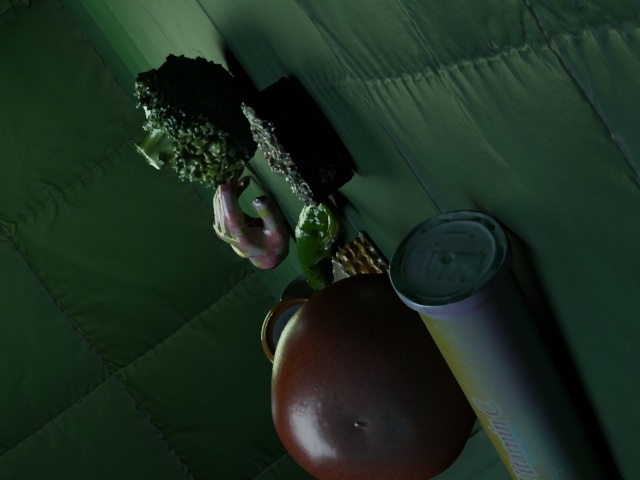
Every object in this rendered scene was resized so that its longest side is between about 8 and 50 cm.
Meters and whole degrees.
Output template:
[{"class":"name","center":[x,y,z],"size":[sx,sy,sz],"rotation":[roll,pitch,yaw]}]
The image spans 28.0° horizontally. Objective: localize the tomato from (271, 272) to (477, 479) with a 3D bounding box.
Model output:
[{"class":"tomato","center":[0.065,0.169,1.491],"size":[0.256,0.255,0.224],"rotation":[55,-162,-8]}]

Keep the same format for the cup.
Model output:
[{"class":"cup","center":[0.024,0.193,2.137],"size":[0.226,0.182,0.264],"rotation":[16,167,22]}]

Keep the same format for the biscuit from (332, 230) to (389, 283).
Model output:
[{"class":"biscuit","center":[0.064,0.078,1.882],"size":[0.094,0.054,0.379],"rotation":[52,173,10]}]

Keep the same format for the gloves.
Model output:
[{"class":"gloves","center":[-0.143,-0.046,2.382],"size":[0.241,0.126,0.145],"rotation":[50,-178,-44]}]

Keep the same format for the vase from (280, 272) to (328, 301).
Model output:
[{"class":"vase","center":[0.021,0.167,2.452],"size":[0.219,0.096,0.096],"rotation":[54,173,-27]}]

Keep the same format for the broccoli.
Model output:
[{"class":"broccoli","center":[-0.177,-0.169,1.810],"size":[0.198,0.176,0.226],"rotation":[59,157,-5]}]

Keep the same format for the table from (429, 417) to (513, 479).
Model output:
[{"class":"table","center":[0.184,0.302,1.601],"size":[0.166,0.198,0.166],"rotation":[52,172,10]}]

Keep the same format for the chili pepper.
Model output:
[{"class":"chili pepper","center":[0.000,0.000,1.835],"size":[0.076,0.085,0.359],"rotation":[24,169,6]}]

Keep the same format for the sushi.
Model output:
[{"class":"sushi","center":[-0.028,-0.112,1.489],"size":[0.150,0.078,0.090],"rotation":[57,172,-18]}]

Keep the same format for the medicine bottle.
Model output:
[{"class":"medicine bottle","center":[0.188,0.148,1.237],"size":[0.108,0.108,0.426],"rotation":[46,170,47]}]
